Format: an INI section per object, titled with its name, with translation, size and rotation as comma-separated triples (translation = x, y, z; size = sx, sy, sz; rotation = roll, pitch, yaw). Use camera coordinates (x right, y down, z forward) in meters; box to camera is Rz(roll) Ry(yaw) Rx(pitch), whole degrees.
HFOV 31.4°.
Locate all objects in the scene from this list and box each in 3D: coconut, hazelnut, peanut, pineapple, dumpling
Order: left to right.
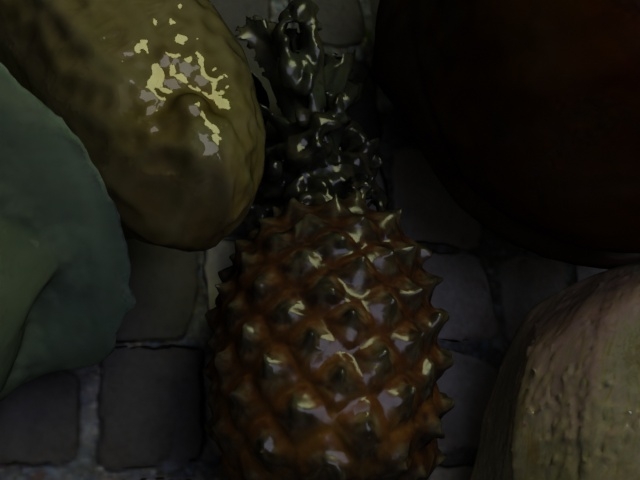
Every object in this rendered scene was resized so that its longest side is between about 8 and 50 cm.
[dumpling]
translation = -0.297, 0.002, 0.622
size = 0.321, 0.212, 0.270
rotation = -26, 121, -42
[peanut]
translation = -0.138, -0.119, 0.742
size = 0.152, 0.152, 0.313
rotation = -24, 59, -30
[pineapple]
translation = 0.000, 0.000, 0.779
size = 0.175, 0.175, 0.361
rotation = 6, 68, -24
[hazelnut]
translation = 0.224, -0.166, 0.849
size = 0.359, 0.359, 0.409
rotation = 30, 48, -13
[coconut]
translation = 0.258, 0.148, 0.782
size = 0.297, 0.297, 0.254
rotation = 24, 72, -17

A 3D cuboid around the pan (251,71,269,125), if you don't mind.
[pan]
translation = -0.085, -0.122, 0.860
size = 0.068, 0.023, 0.115
rotation = -30, 89, -30
